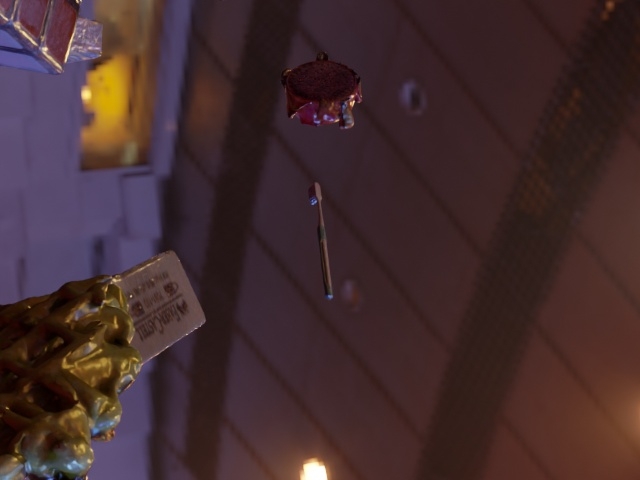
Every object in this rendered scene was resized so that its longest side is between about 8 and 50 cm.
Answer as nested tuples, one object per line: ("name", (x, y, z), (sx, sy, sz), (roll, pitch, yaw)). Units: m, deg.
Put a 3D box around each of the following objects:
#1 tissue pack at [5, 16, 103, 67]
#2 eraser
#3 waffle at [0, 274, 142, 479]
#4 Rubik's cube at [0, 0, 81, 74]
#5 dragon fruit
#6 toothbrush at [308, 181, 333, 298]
("tissue pack", (-0.393, -0.276, 2.369), (0.148, 0.108, 0.060), (-5, -97, 36))
("eraser", (-0.227, 0.088, 2.129), (0.111, 0.077, 0.352), (63, 14, -2))
("waffle", (-0.284, 0.124, 1.306), (0.317, 0.297, 0.073), (-85, 161, -62))
("Rubik's cube", (-0.465, -0.405, 2.102), (0.304, 0.301, 0.305), (57, 45, -73))
("dragon fruit", (0.000, -0.190, 2.293), (0.126, 0.112, 0.068), (46, -32, 42))
("toothbrush", (0.000, 0.000, 1.921), (0.014, 0.011, 0.167), (-36, -136, 31))
